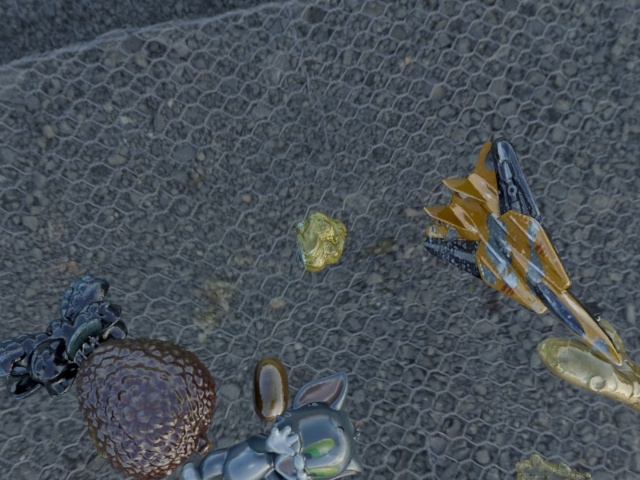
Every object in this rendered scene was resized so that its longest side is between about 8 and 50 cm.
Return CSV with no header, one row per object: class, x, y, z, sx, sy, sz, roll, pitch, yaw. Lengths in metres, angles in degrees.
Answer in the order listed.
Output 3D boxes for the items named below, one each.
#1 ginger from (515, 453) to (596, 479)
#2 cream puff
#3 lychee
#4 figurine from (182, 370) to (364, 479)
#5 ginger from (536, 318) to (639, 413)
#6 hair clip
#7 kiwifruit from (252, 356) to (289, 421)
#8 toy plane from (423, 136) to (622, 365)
ginger,0.442,0.458,1.090,0.205,0.081,0.115,-13,68,21
cream puff,0.001,-0.001,1.420,0.156,0.156,0.121,-33,66,-11
lychee,-0.303,0.288,1.033,0.271,0.236,0.236,45,78,4
figurine,-0.059,0.334,0.873,0.265,0.140,0.193,-19,100,9
ginger,0.702,0.327,1.355,0.348,0.363,0.122,46,113,28
hair clip,-0.565,0.224,1.311,0.206,0.194,0.310,21,50,25
kiwifruit,-0.095,0.281,1.109,0.075,0.075,0.124,-4,52,-7
toy plane,0.277,0.030,0.761,0.103,0.204,0.316,-12,52,-45
